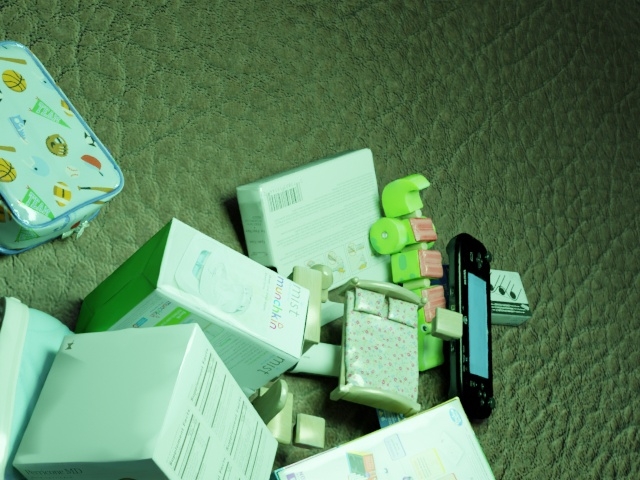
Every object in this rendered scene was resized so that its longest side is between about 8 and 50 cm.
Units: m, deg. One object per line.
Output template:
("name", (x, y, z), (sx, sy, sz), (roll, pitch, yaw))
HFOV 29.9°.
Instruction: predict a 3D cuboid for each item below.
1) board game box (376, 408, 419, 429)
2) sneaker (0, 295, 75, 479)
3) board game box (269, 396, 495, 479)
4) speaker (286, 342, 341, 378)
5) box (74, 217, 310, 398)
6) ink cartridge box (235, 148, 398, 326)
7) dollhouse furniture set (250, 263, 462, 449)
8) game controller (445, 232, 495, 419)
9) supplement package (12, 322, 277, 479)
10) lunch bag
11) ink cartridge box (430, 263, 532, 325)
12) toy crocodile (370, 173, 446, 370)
("board game box", (0.118, 0.245, 1.960), (0.136, 0.035, 0.201), (37, 35, -62))
("sneaker", (-0.370, 0.243, 1.504), (0.150, 0.135, 0.366), (22, 52, -25))
("board game box", (0.111, 0.402, 1.780), (0.316, 0.064, 0.242), (-18, 75, -20))
("speaker", (0.005, 0.192, 1.925), (0.136, 0.055, 0.055), (12, 56, -36))
("box", (-0.183, 0.124, 1.652), (0.231, 0.262, 0.127), (28, 48, -24))
("ink cartridge box", (0.000, 0.000, 2.041), (0.296, 0.066, 0.261), (-22, 104, -47))
("dollhouse furniture set", (0.086, 0.179, 1.799), (0.355, 0.174, 0.303), (15, 57, -19))
("game controller", (0.263, 0.150, 2.094), (0.166, 0.067, 0.319), (37, 51, -68))
("supplement package", (-0.210, 0.266, 1.505), (0.263, 0.199, 0.198), (62, 31, -41))
("lunch bag", (-0.433, -0.131, 1.712), (0.303, 0.115, 0.243), (54, 40, 2))
("ink cartridge box", (0.302, 0.104, 2.251), (0.207, 0.046, 0.097), (7, 58, -38))
("toy crocodile", (0.168, 0.055, 2.085), (0.115, 0.105, 0.341), (-3, 83, -49))
